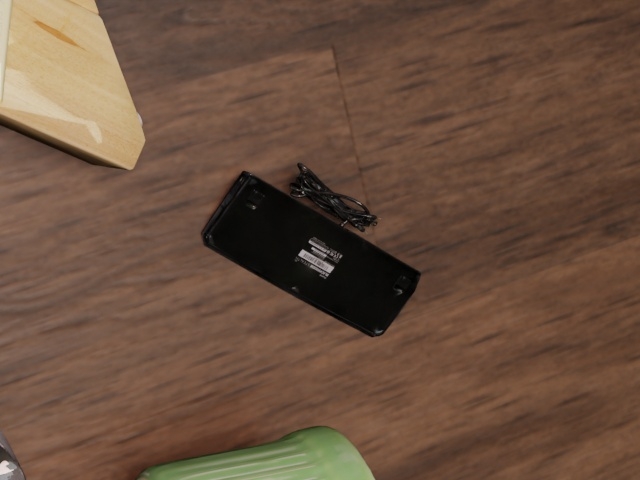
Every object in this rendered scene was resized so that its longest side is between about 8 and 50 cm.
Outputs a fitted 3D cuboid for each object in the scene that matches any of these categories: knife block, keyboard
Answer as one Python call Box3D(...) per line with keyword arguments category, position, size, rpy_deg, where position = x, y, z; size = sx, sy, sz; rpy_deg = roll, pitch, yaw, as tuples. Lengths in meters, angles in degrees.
Box3D(category="knife block", position=(-0.282, -0.142, 1.127), size=(0.242, 0.088, 0.275), rpy_deg=(-25, 106, -22))
Box3D(category="keyboard", position=(0.000, 0.000, 1.324), size=(0.192, 0.038, 0.100), rpy_deg=(31, 105, -27))

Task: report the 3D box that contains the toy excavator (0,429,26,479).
Box3D(category="toy excavator", position=(-0.237, 0.384, 1.147), size=(0.222, 0.445, 0.433), rpy_deg=(-29, 66, -21))

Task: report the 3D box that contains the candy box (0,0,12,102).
Box3D(category="candy box", position=(-0.306, -0.154, 1.048), size=(0.206, 0.027, 0.105), rpy_deg=(6, 90, -27))

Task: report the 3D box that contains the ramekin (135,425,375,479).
Box3D(category="ramekin", position=(-0.050, 0.295, 1.178), size=(0.148, 0.303, 0.303), rpy_deg=(-4, 97, -19))
